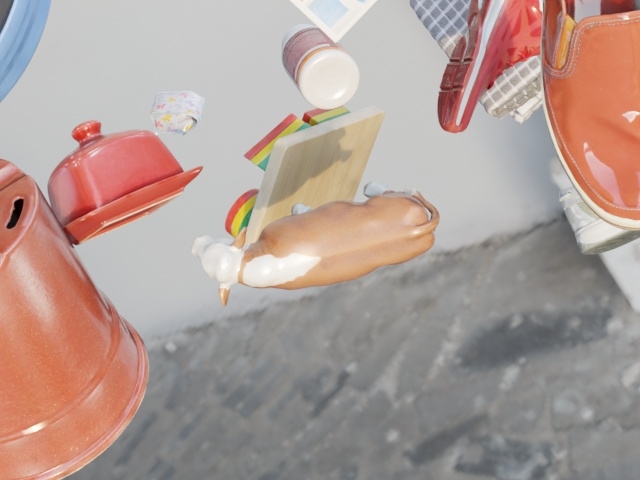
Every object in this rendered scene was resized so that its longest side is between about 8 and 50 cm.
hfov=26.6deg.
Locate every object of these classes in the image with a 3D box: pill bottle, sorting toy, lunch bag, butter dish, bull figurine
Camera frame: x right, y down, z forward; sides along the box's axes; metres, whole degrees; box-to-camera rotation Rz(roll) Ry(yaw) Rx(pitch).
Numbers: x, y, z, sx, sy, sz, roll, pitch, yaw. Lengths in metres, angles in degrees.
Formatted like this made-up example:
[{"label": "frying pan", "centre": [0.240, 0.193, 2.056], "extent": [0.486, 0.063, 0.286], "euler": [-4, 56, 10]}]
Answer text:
[{"label": "pill bottle", "centre": [-0.006, -0.248, 1.881], "extent": [0.086, 0.086, 0.152], "euler": [-36, 32, 4]}, {"label": "sorting toy", "centre": [-0.040, -0.095, 2.161], "extent": [0.089, 0.257, 0.255], "euler": [36, 36, 24]}, {"label": "lunch bag", "centre": [-0.236, -0.212, 2.257], "extent": [0.083, 0.053, 0.071], "euler": [-4, 40, 7]}, {"label": "butter dish", "centre": [-0.234, -0.075, 1.475], "extent": [0.160, 0.118, 0.160], "euler": [-25, 1, -31]}, {"label": "bull figurine", "centre": [0.000, 0.000, 1.692], "extent": [0.310, 0.101, 0.188], "euler": [-8, 15, 10]}]

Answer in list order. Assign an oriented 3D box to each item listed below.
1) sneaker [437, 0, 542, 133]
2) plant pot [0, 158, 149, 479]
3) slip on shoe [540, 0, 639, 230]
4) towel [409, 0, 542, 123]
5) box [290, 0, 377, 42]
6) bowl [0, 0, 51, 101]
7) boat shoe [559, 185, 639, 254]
[{"label": "sneaker", "centre": [0.232, -0.222, 1.649], "extent": [0.087, 0.128, 0.221], "euler": [-149, 79, -73]}, {"label": "plant pot", "centre": [-0.344, 0.074, 1.397], "extent": [0.272, 0.265, 0.272], "euler": [-8, 43, 7]}, {"label": "slip on shoe", "centre": [0.254, -0.172, 1.192], "extent": [0.123, 0.331, 0.101], "euler": [-8, 1, 5]}, {"label": "towel", "centre": [0.282, -0.332, 1.890], "extent": [0.284, 0.235, 0.121], "euler": [-44, -13, 28]}, {"label": "box", "centre": [-0.016, -0.320, 1.374], "extent": [0.114, 0.203, 0.103], "euler": [-44, 13, 24]}, {"label": "bowl", "centre": [-0.508, -0.298, 1.738], "extent": [0.391, 0.077, 0.391], "euler": [-10, 70, 27]}, {"label": "boat shoe", "centre": [0.469, -0.090, 1.781], "extent": [0.320, 0.118, 0.103], "euler": [-30, 73, 25]}]
